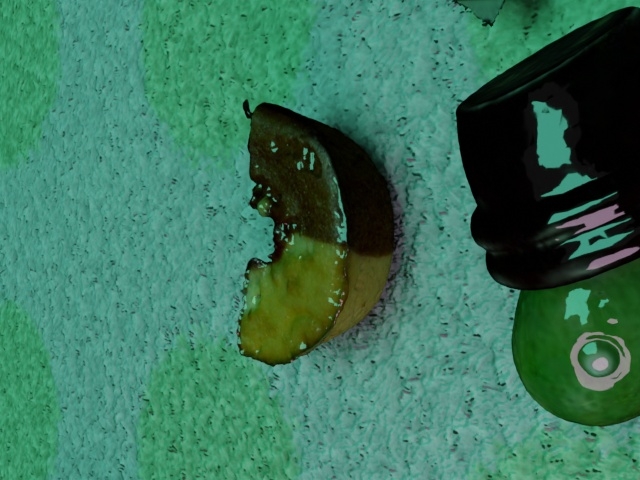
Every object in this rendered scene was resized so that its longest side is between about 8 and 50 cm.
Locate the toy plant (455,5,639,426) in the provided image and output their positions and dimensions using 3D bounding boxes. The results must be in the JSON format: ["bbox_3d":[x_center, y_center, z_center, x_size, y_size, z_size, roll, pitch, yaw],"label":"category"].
[{"bbox_3d":[0.183,-0.005,0.629,0.218,0.175,0.235,-24,100,39],"label":"toy plant"}]

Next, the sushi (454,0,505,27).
[{"bbox_3d":[0.108,-0.343,0.751,0.294,0.059,0.292,44,123,36],"label":"sushi"}]

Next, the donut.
[{"bbox_3d":[-0.001,0.002,0.872,0.141,0.085,0.217,20,108,44],"label":"donut"}]
